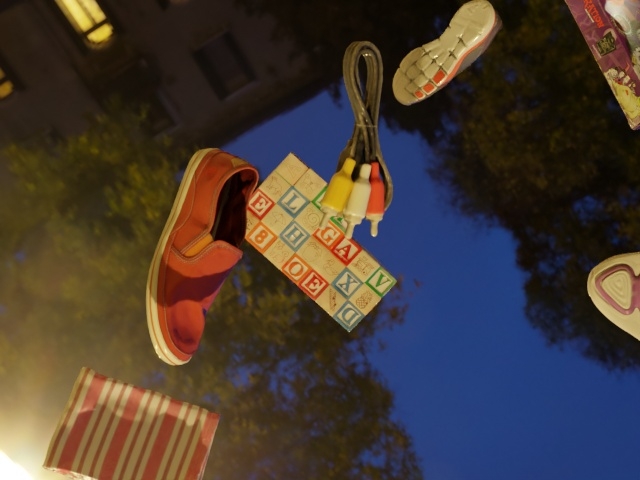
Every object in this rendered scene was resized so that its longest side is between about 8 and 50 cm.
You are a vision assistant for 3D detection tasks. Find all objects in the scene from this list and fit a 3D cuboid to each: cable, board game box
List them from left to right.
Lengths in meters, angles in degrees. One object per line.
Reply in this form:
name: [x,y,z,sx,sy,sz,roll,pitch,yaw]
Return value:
cable: [0.075,-0.145,1.442,0.072,0.139,0.287,23,-77,53]
board game box: [0.476,-0.257,1.265,0.346,0.208,0.056,-12,158,-37]

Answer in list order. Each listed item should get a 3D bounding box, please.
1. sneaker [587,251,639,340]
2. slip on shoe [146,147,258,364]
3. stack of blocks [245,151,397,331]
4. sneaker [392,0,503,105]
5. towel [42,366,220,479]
sneaker: [0.461,0.082,1.184,0.152,0.305,0.114,-171,-89,-83]
slip on shoe: [-0.172,0.023,1.435,0.101,0.123,0.331,8,-103,31]
stack of blocks: [0.000,0.000,1.761,0.171,0.297,0.087,-47,-176,5]
sneaker: [0.156,-0.212,1.144,0.158,0.065,0.061,-40,-116,27]
towel: [-0.236,0.253,1.238,0.029,0.197,0.144,128,-19,-53]
